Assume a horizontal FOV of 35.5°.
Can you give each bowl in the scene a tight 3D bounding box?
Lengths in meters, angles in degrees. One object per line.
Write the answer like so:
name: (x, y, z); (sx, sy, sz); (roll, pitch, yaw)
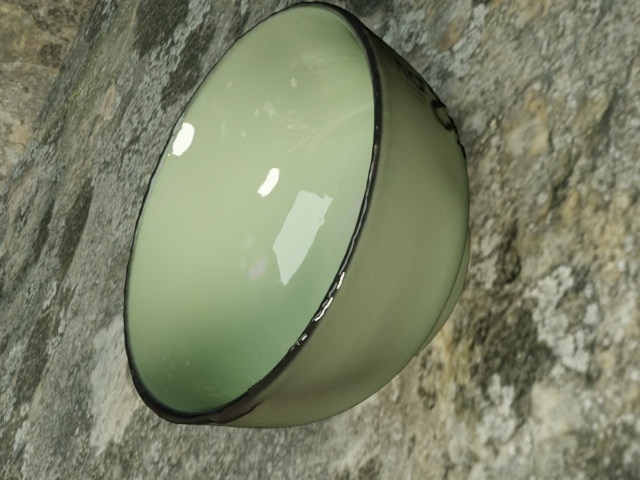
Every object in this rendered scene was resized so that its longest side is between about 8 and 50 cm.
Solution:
bowl: (0.000, 0.000, 0.835); (0.354, 0.185, 0.354); (-33, 46, 42)
